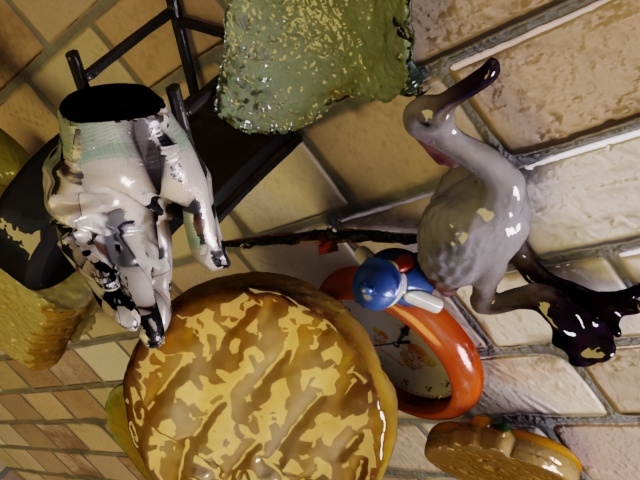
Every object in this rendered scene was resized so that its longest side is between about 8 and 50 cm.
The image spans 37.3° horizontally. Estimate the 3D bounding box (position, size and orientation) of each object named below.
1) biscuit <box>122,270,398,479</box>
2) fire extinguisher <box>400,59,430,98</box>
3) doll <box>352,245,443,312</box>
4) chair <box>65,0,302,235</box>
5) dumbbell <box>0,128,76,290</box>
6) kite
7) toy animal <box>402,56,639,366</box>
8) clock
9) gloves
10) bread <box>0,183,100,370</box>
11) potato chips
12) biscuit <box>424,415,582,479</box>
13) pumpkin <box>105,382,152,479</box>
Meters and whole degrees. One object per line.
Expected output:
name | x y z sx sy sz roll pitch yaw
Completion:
biscuit | -0.063 0.175 1.003 0.297 0.102 0.296 3 102 16
fire extinguisher | 0.057 -0.140 0.750 0.083 0.025 0.038 52 149 -18
doll | 0.065 0.037 0.866 0.099 0.143 0.057 36 108 19
chair | -0.115 -0.083 0.886 0.141 0.154 0.260 22 142 28
dumbbell | -0.382 -0.112 1.085 0.322 0.203 0.203 37 148 4
kite | 0.000 0.001 0.889 0.189 0.232 0.009 -107 15 -83
toy animal | 0.132 -0.020 0.758 0.195 0.090 0.324 -4 138 42
clock | 0.082 0.109 1.007 0.205 0.051 0.205 28 146 21
gloves | -0.152 -0.016 0.773 0.111 0.128 0.212 32 136 32
bread | -0.416 0.038 1.343 0.236 0.165 0.375 44 150 -1
potato chips | -0.006 -0.165 0.712 0.228 0.059 0.167 -22 108 43
biscuit | 0.191 0.222 1.008 0.170 0.050 0.170 15 155 7
pumpkin | -0.098 0.246 1.256 0.332 0.199 0.332 21 137 20
